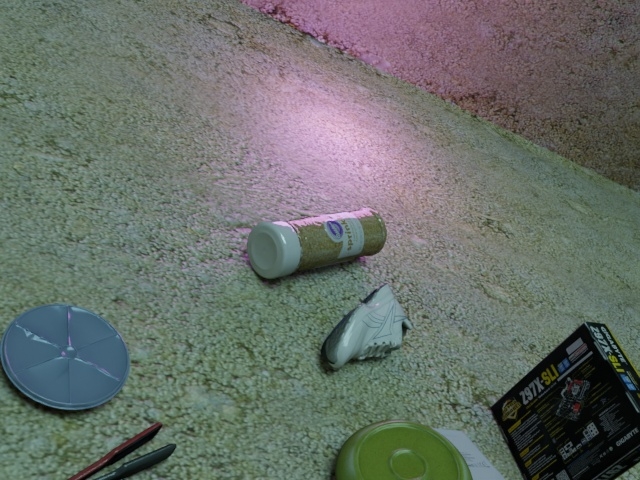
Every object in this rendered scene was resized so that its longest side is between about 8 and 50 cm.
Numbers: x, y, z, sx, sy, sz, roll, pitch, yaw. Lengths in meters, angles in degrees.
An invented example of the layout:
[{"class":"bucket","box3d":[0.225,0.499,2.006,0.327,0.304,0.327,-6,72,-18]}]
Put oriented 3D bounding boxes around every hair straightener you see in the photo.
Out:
[{"class":"hair straightener","box3d":[-0.296,0.347,1.050,0.089,0.047,0.230,47,36,17]}]

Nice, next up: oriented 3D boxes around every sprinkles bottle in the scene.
[{"class":"sprinkles bottle","box3d":[0.000,0.000,1.657,0.355,0.121,0.121,-11,55,-48]}]

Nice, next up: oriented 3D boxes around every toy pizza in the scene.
[{"class":"toy pizza","box3d":[-0.403,0.186,1.165,0.201,0.032,0.201,22,37,-18]}]

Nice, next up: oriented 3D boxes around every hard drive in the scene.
[{"class":"hard drive","box3d":[0.302,0.465,1.330,0.203,0.040,0.307,21,20,-48]}]

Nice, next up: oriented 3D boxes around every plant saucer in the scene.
[{"class":"plant saucer","box3d":[0.146,0.392,1.248,0.241,0.037,0.241,6,36,-4]}]

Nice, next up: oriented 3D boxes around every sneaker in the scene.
[{"class":"sneaker","box3d":[0.109,0.192,1.538,0.129,0.111,0.297,48,36,7]}]

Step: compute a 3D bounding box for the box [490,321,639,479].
[{"class":"box","box3d":[0.514,0.363,1.485,0.079,0.322,0.257,10,41,-30]}]
